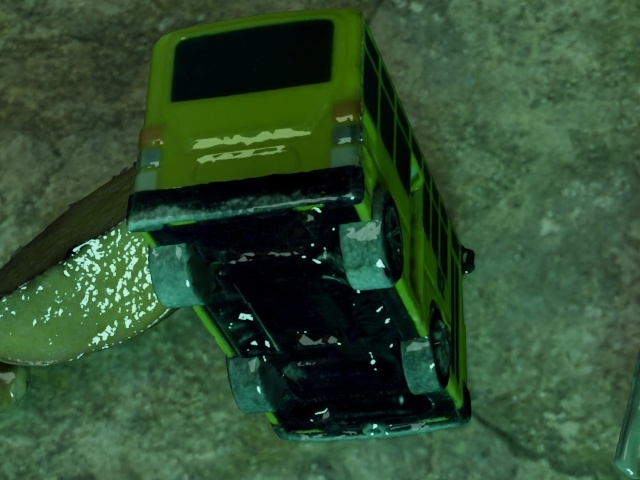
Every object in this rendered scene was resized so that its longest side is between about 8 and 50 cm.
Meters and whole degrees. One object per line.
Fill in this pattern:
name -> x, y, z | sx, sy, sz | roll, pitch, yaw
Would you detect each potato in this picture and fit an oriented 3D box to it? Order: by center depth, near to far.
potato -> -0.127, 0.024, 1.194 | 0.172, 0.089, 0.100 | -35, 19, 6

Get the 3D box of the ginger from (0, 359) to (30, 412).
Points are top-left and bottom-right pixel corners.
ginger -> -0.303, -0.010, 1.261 | 0.166, 0.080, 0.333 | -25, 69, 4

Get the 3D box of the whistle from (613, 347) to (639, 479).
whistle -> 0.229, -0.014, 1.108 | 0.068, 0.057, 0.326 | 7, 70, 23

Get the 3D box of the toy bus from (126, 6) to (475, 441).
toy bus -> 0.000, 0.000, 1.063 | 0.128, 0.262, 0.150 | -7, 59, 14
